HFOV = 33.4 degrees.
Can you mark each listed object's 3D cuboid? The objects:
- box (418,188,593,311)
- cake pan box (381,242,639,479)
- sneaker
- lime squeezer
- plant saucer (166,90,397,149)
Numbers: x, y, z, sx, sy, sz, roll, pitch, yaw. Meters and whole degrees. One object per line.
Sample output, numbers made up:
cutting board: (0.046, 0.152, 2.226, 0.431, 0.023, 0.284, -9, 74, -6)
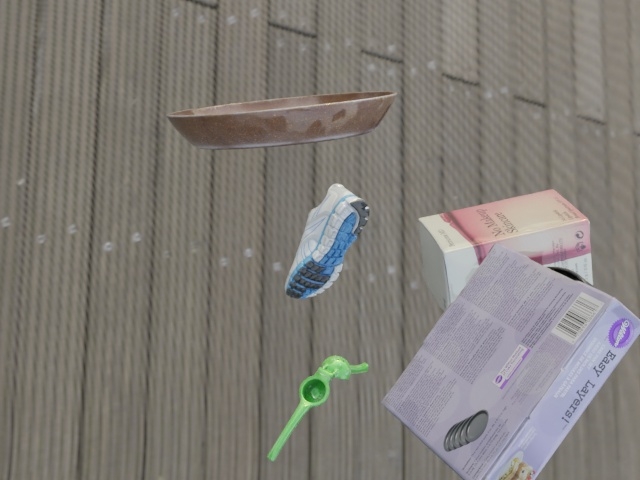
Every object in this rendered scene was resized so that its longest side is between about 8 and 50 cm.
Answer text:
box: (0.285, 0.021, 1.659, 0.232, 0.148, 0.126, -12, 114, -7)
cake pan box: (0.213, 0.141, 1.232, 0.070, 0.246, 0.267, 37, 87, -28)
sneaker: (0.000, 0.000, 1.584, 0.071, 0.083, 0.190, 18, 114, -40)
lime squeezer: (-0.001, 0.274, 1.952, 0.059, 0.110, 0.310, 39, 45, 13)
plant saucer: (-0.027, -0.088, 0.781, 0.168, 0.168, 0.029, -15, 104, -40)
